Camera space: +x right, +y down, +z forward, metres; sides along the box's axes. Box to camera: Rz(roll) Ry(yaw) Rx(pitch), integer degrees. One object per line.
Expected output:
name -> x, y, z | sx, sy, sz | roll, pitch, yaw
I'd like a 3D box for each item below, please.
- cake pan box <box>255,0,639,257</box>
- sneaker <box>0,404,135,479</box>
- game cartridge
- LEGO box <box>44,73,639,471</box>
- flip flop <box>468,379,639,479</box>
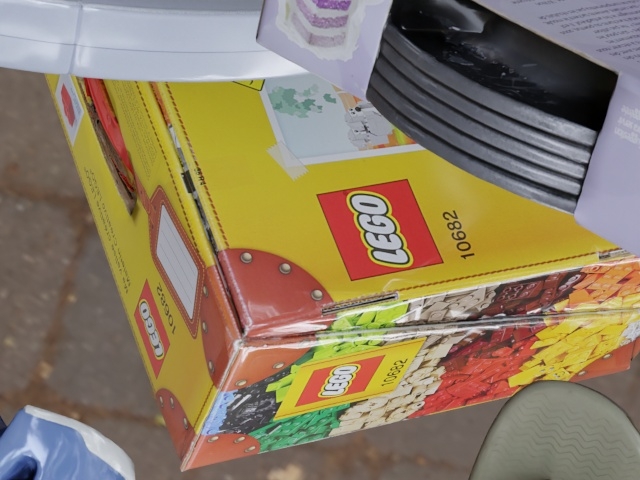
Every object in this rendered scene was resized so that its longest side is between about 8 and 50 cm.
cake pan box -> 0.143, -0.075, 0.804 | 0.267, 0.246, 0.070 | -14, 125, -47
sneaker -> -0.250, 0.160, 0.842 | 0.127, 0.315, 0.182 | 71, 25, -54
game cartridge -> -0.091, -0.166, 1.168 | 0.294, 0.196, 0.060 | -4, 132, -26
LEGO box -> 0.010, -0.127, 1.415 | 0.372, 0.500, 0.193 | -10, 152, -23
flip flop -> 0.093, 0.197, 0.954 | 0.277, 0.112, 0.080 | -66, 158, -17
